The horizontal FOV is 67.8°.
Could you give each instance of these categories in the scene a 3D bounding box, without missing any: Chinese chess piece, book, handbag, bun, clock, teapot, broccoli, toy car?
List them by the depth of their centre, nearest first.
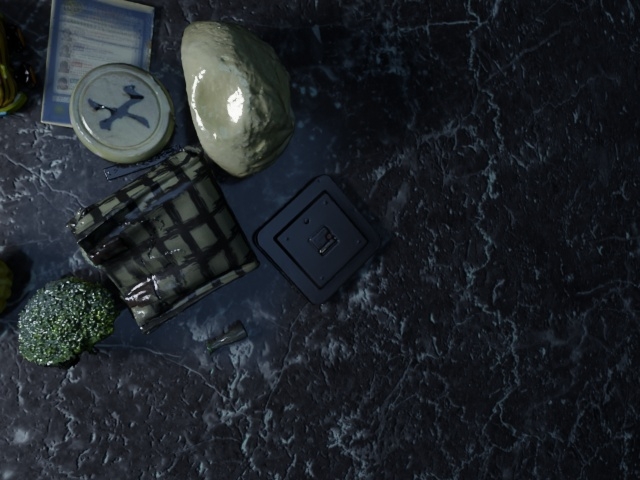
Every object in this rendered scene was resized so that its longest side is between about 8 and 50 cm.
[{"bbox_3d":[-0.739,-0.391,1.010,0.200,0.142,0.248,-17,99,-16],"label":"toy car"},{"bbox_3d":[-0.573,0.189,1.076,0.176,0.226,0.198,-10,52,-44],"label":"broccoli"},{"bbox_3d":[-0.345,0.001,1.088,0.327,0.162,0.325,-35,121,-20],"label":"handbag"},{"bbox_3d":[-0.177,-0.329,1.095,0.227,0.352,0.349,-12,134,-5],"label":"bun"},{"bbox_3d":[-0.455,-0.297,1.110,0.237,0.092,0.238,-1,93,-18],"label":"Chinese chess piece"},{"bbox_3d":[-0.527,-0.421,1.137,0.228,0.018,0.323,7,91,-18],"label":"book"},{"bbox_3d":[-0.246,0.260,1.247,0.110,0.043,0.043,-28,100,-11],"label":"teapot"},{"bbox_3d":[0.000,0.000,1.300,0.279,0.049,0.273,-44,103,-10],"label":"clock"}]

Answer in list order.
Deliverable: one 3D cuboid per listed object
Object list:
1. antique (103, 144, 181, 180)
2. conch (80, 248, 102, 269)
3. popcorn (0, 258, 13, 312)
[{"bbox_3d":[-0.436,-0.193,1.177,0.192,0.015,0.031,-22,99,-14],"label":"antique"},{"bbox_3d":[-0.484,0.009,1.129,0.135,0.102,0.153,-51,136,6],"label":"conch"},{"bbox_3d":[-0.803,0.119,0.979,0.286,0.225,0.174,-28,68,-11],"label":"popcorn"}]
